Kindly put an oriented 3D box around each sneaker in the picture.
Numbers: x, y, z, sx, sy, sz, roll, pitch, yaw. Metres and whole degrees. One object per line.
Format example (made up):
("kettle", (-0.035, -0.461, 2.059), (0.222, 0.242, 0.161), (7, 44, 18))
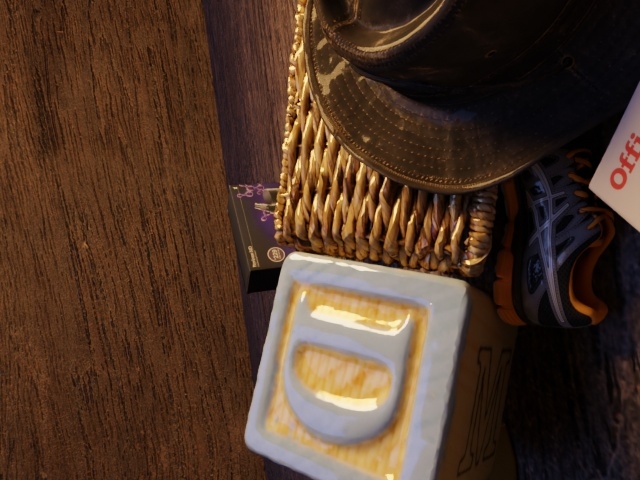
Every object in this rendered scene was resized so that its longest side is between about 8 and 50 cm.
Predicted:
("sneaker", (0.203, -0.027, 0.443), (0.083, 0.084, 0.215), (11, 106, 48))

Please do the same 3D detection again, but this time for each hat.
("hat", (0.086, -0.200, 0.351), (0.331, 0.134, 0.331), (-3, 85, 35))

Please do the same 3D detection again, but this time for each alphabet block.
("alphabet block", (0.071, 0.131, 0.526), (0.192, 0.197, 0.194), (11, 84, 34))

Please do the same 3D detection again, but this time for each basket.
("basket", (0.108, -0.120, 0.541), (0.223, 0.213, 0.299), (6, 91, 34))

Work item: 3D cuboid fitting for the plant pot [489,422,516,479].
("plant pot", (0.180, 0.267, 0.621), (0.083, 0.081, 0.081), (69, 161, 7))

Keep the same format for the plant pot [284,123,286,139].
("plant pot", (0.018, -0.117, 0.862), (0.234, 0.165, 0.166), (-116, 24, -66))

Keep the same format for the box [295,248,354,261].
("box", (0.000, 0.000, 1.094), (0.147, 0.077, 0.180), (132, 129, -68))

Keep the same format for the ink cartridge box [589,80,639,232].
("ink cartridge box", (0.249, -0.032, 0.248), (0.203, 0.085, 0.148), (-117, 25, -46))

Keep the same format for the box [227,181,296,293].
("box", (-0.113, -0.014, 1.278), (0.103, 0.184, 0.261), (104, 153, -51))
